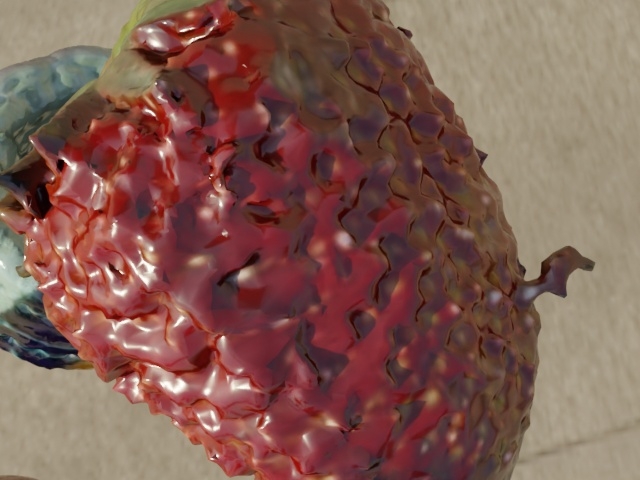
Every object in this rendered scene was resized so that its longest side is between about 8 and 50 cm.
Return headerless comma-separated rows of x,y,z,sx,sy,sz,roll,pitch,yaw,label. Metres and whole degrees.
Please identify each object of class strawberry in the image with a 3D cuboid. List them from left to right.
0.001,-0.002,1.045,0.343,0.292,0.292,34,117,-6,strawberry

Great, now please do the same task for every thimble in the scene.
-0.181,-0.028,1.334,0.237,0.237,0.150,24,152,-13,thimble

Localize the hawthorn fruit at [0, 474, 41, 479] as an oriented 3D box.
-0.246,0.326,1.605,0.261,0.224,0.224,14,121,-22,hawthorn fruit
